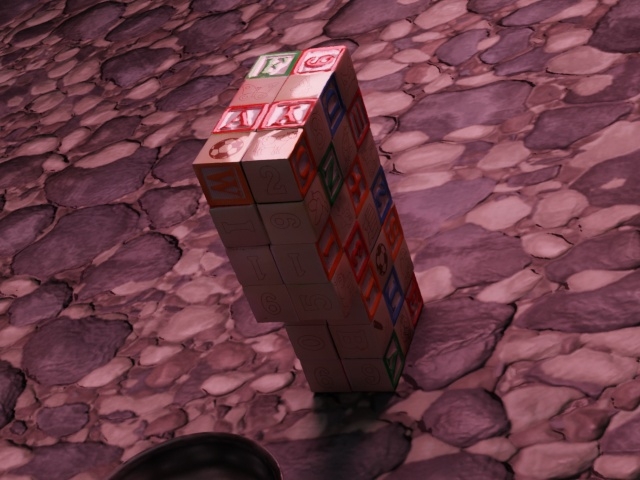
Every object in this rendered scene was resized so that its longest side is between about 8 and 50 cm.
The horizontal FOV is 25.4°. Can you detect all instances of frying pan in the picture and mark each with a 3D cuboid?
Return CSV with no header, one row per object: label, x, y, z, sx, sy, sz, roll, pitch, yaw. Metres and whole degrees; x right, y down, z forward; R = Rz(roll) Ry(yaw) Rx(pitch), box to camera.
frying pan,-0.091,0.269,1.156,0.197,0.053,0.326,-30,36,-13

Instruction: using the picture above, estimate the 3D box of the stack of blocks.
stack of blocks,0.000,0.000,1.263,0.087,0.297,0.171,-2,38,23
